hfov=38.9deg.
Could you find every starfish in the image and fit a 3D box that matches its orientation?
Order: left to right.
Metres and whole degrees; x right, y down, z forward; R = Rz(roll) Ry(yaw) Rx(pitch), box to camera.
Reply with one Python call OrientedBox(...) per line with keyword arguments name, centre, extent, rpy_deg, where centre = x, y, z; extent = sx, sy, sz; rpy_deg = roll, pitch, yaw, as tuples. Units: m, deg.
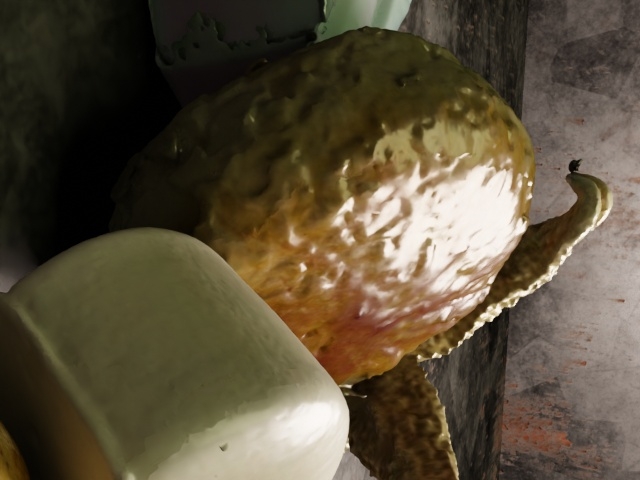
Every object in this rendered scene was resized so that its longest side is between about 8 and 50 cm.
OrientedBox(name="starfish", centre=(0.065, 0.146, 0.776), extent=(0.082, 0.432, 0.324), rpy_deg=(37, 46, -24))

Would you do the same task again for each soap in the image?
OrientedBox(name="soap", centre=(-0.005, -0.314, 0.726), extent=(0.261, 0.156, 0.446), rpy_deg=(64, 36, -54))

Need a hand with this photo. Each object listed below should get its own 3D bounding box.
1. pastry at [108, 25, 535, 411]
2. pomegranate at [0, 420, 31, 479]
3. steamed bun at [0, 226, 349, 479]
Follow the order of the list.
OrientedBox(name="pastry", centre=(0.000, 0.000, 0.636), extent=(0.136, 0.329, 0.330), rpy_deg=(60, 3, 30))
OrientedBox(name="pomegranate", centre=(-0.183, 0.143, 0.323), extent=(0.196, 0.196, 0.196), rpy_deg=(5, 90, -69))
OrientedBox(name="steamed bun", centre=(-0.088, 0.113, 0.478), extent=(0.164, 0.146, 0.242), rpy_deg=(-18, 144, -42))
